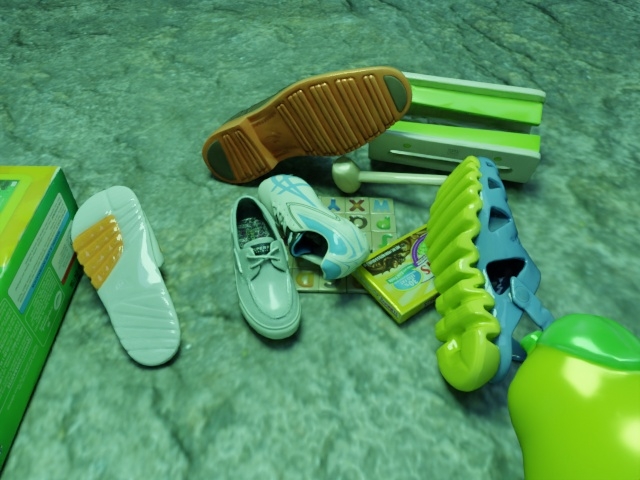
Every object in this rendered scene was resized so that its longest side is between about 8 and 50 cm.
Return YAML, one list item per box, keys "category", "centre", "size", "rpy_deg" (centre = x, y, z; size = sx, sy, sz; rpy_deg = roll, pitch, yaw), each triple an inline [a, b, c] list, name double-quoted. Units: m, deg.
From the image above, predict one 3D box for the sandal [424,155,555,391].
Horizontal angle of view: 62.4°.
- category: "sandal"
  centre: [0.219, 0.036, 0.681]
  size: [0.138, 0.126, 0.318]
  rpy_deg: [9, 66, -13]

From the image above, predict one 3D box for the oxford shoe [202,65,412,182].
- category: "oxford shoe"
  centre: [-0.025, -0.206, 0.847]
  size: [0.363, 0.130, 0.133]
  rpy_deg: [-11, 35, 26]

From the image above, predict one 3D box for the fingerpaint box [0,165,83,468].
- category: "fingerpaint box"
  centre: [-0.523, 0.112, 0.594]
  size: [0.370, 0.163, 0.445]
  rpy_deg: [0, 46, -1]

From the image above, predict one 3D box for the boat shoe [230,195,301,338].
- category: "boat shoe"
  centre: [-0.084, 0.027, 0.720]
  size: [0.079, 0.081, 0.228]
  rpy_deg: [-13, 48, -12]

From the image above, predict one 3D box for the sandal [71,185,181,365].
- category: "sandal"
  centre: [-0.258, 0.052, 0.722]
  size: [0.101, 0.076, 0.265]
  rpy_deg: [-24, 71, -6]

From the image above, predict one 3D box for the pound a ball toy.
- category: "pound a ball toy"
  centre: [0.194, -0.151, 0.892]
  size: [0.318, 0.136, 0.208]
  rpy_deg: [9, 73, 8]

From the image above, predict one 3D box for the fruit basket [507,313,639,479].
- category: "fruit basket"
  centre: [0.277, 0.231, 0.346]
  size: [0.282, 0.392, 0.392]
  rpy_deg: [4, 47, 4]

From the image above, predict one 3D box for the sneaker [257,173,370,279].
- category: "sneaker"
  centre: [-0.030, -0.026, 0.757]
  size: [0.086, 0.085, 0.237]
  rpy_deg: [-26, 42, -27]

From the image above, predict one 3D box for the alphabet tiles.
- category: "alphabet tiles"
  centre: [0.000, 0.000, 0.808]
  size: [0.237, 0.009, 0.198]
  rpy_deg: [1, 47, 0]

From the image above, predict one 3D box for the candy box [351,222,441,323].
- category: "candy box"
  centre: [0.155, 0.031, 0.759]
  size: [0.205, 0.027, 0.105]
  rpy_deg: [-27, 58, -27]
